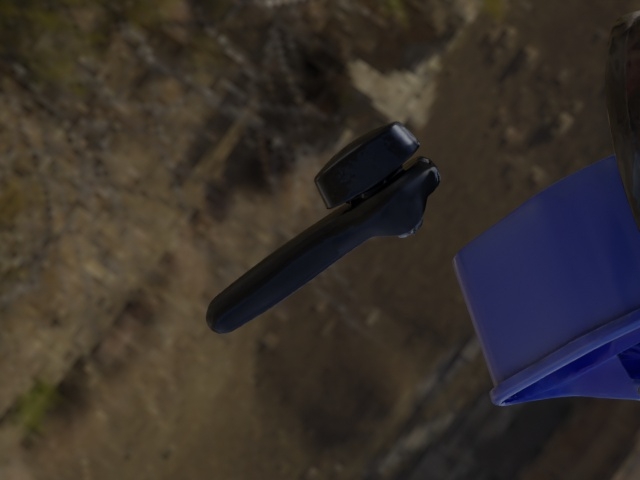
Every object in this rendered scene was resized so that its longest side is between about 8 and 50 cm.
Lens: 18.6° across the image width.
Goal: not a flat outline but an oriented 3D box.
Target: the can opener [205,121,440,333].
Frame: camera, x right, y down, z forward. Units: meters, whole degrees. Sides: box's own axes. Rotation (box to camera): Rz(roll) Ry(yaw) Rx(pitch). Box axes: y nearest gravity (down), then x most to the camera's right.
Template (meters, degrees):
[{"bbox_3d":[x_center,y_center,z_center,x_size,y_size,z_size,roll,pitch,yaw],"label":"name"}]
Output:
[{"bbox_3d":[0.000,0.000,1.291,0.186,0.073,0.059,-39,176,9],"label":"can opener"}]

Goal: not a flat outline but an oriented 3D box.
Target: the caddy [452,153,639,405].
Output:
[{"bbox_3d":[0.263,0.041,1.600,0.241,0.179,0.341,-14,167,-27],"label":"caddy"}]

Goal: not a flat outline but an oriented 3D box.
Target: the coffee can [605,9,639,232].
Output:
[{"bbox_3d":[0.355,-0.090,1.301,0.275,0.202,0.201,-14,-174,27],"label":"coffee can"}]
